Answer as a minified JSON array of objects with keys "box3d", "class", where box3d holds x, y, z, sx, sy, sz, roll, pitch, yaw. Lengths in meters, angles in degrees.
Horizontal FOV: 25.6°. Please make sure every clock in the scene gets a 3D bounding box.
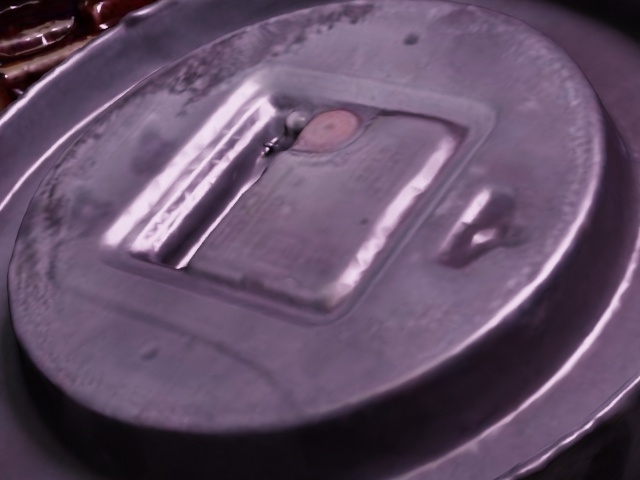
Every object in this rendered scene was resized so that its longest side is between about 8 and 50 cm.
[{"box3d":[-0.001,0.000,0.514,0.318,0.066,0.319,-13,41,12],"class":"clock"}]

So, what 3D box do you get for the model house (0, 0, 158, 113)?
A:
[{"box3d":[-0.136,-0.119,0.694,0.164,0.203,0.141,-22,19,-2],"class":"model house"}]
